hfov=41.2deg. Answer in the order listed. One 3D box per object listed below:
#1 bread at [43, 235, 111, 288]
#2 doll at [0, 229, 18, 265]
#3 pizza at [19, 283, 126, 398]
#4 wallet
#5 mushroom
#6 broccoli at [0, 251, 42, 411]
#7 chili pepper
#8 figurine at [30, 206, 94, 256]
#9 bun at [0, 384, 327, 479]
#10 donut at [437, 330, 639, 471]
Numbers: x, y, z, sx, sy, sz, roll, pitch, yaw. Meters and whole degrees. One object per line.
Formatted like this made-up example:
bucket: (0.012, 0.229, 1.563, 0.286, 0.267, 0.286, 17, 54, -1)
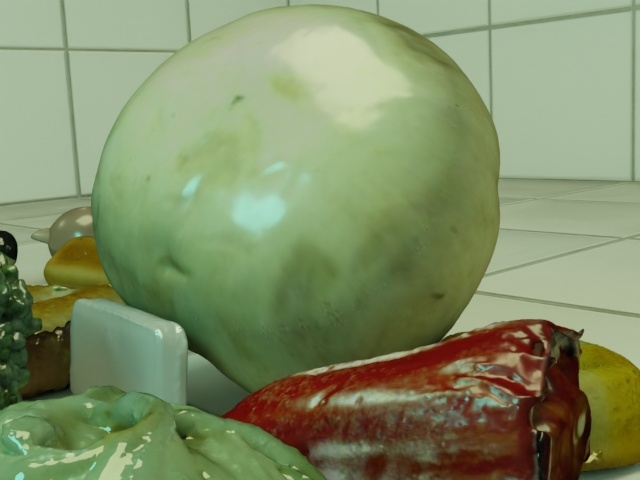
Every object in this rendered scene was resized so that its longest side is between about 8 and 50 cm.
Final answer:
bread: (-0.265, 0.046, 1.119, 0.239, 0.074, 0.092, 5, 44, 40)
doll: (-0.517, 0.035, 1.278, 0.179, 0.089, 0.102, -20, -38, 33)
pizza: (-0.405, 0.108, 0.752, 0.435, 0.080, 0.392, -2, 8, 14)
wallet: (-0.155, 0.097, 0.669, 0.033, 0.095, 0.190, 0, 6, -35)
mushroom: (-0.024, -0.011, 0.731, 0.353, 0.353, 0.325, -1, 30, 12)
broccoli: (-0.303, 0.101, 0.511, 0.245, 0.248, 0.288, -39, 1, 28)
chili pepper: (0.034, 0.110, 0.504, 0.253, 0.136, 0.144, -8, 40, 30)
figurine: (-0.362, 0.007, 1.325, 0.138, 0.125, 0.125, 20, 19, 30)
bun: (-0.088, 0.125, 0.354, 0.204, 0.126, 0.212, -6, 8, -34)
donut: (0.151, 0.106, 0.607, 0.162, 0.065, 0.178, -6, 8, -23)
